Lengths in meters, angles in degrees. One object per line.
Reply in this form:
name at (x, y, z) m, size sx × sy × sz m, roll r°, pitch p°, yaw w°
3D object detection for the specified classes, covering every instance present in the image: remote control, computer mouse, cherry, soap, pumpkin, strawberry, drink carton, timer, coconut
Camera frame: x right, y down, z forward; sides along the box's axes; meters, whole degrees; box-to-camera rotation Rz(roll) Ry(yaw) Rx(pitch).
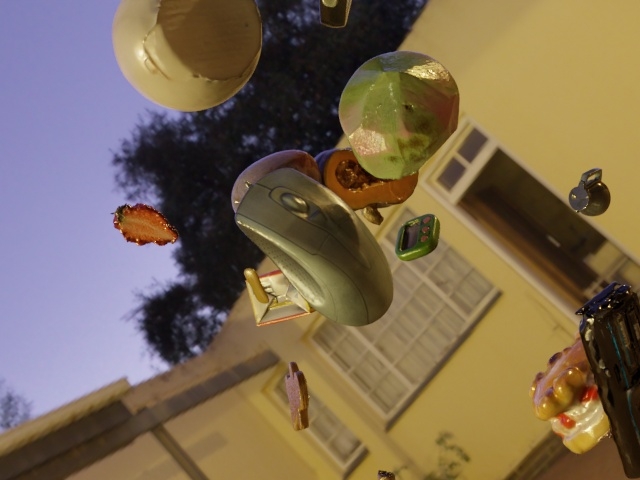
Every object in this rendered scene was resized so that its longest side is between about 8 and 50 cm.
remote control at (0.579, 0.267, 1.554) m, size 0.144 × 0.399 × 0.062 m, roll -33°, pitch 23°, yaw -19°
computer mouse at (0.000, 0.000, 1.594) m, size 0.188 × 0.371 × 0.122 m, roll -46°, pitch -2°, yaw -34°
cherry at (-0.103, -0.112, 2.020) m, size 0.213 × 0.184 × 0.266 m, roll -16°, pitch -31°, yaw -48°
soap at (-0.132, 0.095, 1.737) m, size 0.034 × 0.089 × 0.012 m, roll -6°, pitch 30°, yaw 36°
pumpkin at (0.109, -0.144, 2.213) m, size 0.317 × 0.222 × 0.139 m, roll -15°, pitch 7°, yaw -36°
strawberry at (-0.377, -0.036, 1.807) m, size 0.104 × 0.152 × 0.048 m, roll -52°, pitch 25°, yaw 28°
drink carton at (-0.002, 0.107, 1.927) m, size 0.154 × 0.111 × 0.351 m, roll -16°, pitch -5°, yaw 31°
timer at (0.266, -0.007, 2.296) m, size 0.128 × 0.047 × 0.140 m, roll -21°, pitch 37°, yaw 33°
coconut at (0.143, -0.231, 1.508) m, size 0.235 × 0.205 × 0.236 m, roll -3°, pitch -28°, yaw -1°

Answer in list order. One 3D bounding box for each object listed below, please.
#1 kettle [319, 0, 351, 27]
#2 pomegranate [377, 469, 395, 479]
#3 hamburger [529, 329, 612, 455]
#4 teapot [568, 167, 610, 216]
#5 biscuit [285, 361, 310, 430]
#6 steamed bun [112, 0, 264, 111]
kettle at (0.042, -0.601, 1.646) m, size 0.377 × 0.249 × 0.361 m, roll -78°, pitch -11°, yaw -65°
pomegranate at (0.149, 0.634, 1.981) m, size 0.122 × 0.143 × 0.169 m, roll 42°, pitch -124°, yaw -49°
hamburger at (0.563, 0.320, 1.807) m, size 0.302 × 0.186 × 0.261 m, roll -37°, pitch -16°, yaw -54°
teapot at (0.475, -0.085, 1.491) m, size 0.057 × 0.066 × 0.088 m, roll -6°, pitch -68°, yaw -38°
biscuit at (-0.048, 0.362, 1.963) m, size 0.035 × 0.158 × 0.240 m, roll -9°, pitch -17°, yaw -11°
steamed bun at (-0.283, -0.400, 1.687) m, size 0.309 × 0.309 × 0.309 m, roll -40°, pitch -19°, yaw -17°
